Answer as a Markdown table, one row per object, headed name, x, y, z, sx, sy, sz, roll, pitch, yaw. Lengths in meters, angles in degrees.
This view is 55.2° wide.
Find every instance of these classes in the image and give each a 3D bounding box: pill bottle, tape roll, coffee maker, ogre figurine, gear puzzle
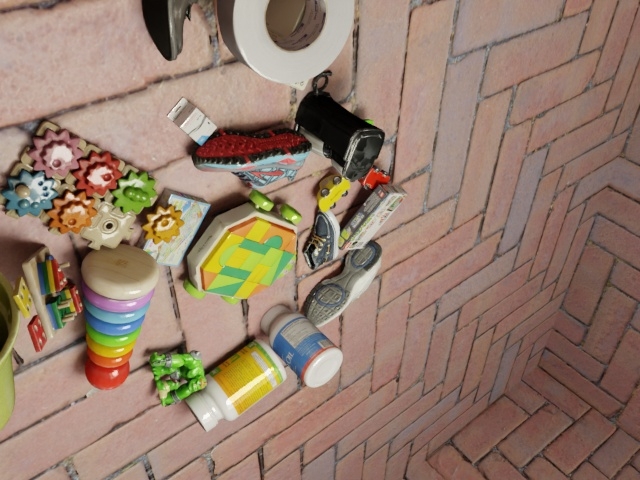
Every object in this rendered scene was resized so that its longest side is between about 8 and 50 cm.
| name | x | y | z | sx | sy | sz | roll | pitch | yaw |
| --- | --- | --- | --- | --- | --- | --- | --- | --- | --- |
| pill bottle | -0.221 | 0.376 | 1.581 | 0.245 | 0.136 | 0.136 | -34 | 141 | -22 |
| pill bottle | -0.056 | 0.267 | 1.591 | 0.124 | 0.221 | 0.124 | -28 | 138 | -29 |
| tape roll | -0.055 | -0.371 | 0.991 | 0.219 | 0.072 | 0.219 | -18 | 127 | -25 |
| coffee maker | 0.037 | -0.236 | 1.288 | 0.120 | 0.178 | 0.171 | -30 | 140 | -27 |
| ogre figurine | -0.334 | 0.319 | 1.454 | 0.118 | 0.097 | 0.197 | -15 | 118 | -16 |
| gear puzzle | -0.377 | -0.060 | 1.082 | 0.175 | 0.044 | 0.339 | -54 | 139 | 5 |

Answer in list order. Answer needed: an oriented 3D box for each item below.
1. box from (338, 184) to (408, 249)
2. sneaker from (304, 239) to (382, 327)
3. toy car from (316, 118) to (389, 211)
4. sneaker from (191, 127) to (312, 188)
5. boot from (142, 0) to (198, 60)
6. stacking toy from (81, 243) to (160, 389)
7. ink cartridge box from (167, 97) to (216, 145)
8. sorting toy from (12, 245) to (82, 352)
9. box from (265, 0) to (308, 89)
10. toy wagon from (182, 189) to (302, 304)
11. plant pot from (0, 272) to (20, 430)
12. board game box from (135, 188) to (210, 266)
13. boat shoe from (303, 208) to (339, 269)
| name | x | y | z | sx | sy | sz | roll | pitch | yaw |
| --- | --- | --- | --- | --- | --- | --- | --- | --- | --- |
| box | 0.132 | -0.059 | 1.614 | 0.114 | 0.036 | 0.207 | -3 | 138 | -54 |
| sneaker | 0.078 | 0.137 | 1.728 | 0.297 | 0.111 | 0.129 | -45 | 150 | -7 |
| toy car | 0.083 | -0.196 | 1.482 | 0.239 | 0.053 | 0.225 | -22 | 135 | -35 |
| sneaker | -0.138 | -0.148 | 1.240 | 0.261 | 0.104 | 0.125 | -8 | 138 | -33 |
| boot | -0.162 | -0.425 | 0.982 | 0.229 | 0.091 | 0.263 | -18 | 131 | -36 |
| stacking toy | -0.416 | 0.171 | 1.215 | 0.141 | 0.141 | 0.330 | -12 | 136 | -41 |
| ink cartridge box | -0.237 | -0.220 | 1.133 | 0.048 | 0.028 | 0.083 | -50 | 144 | -1 |
| sorting toy | -0.446 | 0.083 | 1.029 | 0.046 | 0.274 | 0.132 | -14 | 103 | -8 |
| box | -0.033 | -0.425 | 1.106 | 0.094 | 0.113 | 0.275 | 8 | 116 | -49 |
| toy wagon | -0.147 | 0.032 | 1.397 | 0.267 | 0.068 | 0.344 | -52 | 148 | 11 |
| plant pot | -0.594 | 0.204 | 0.952 | 0.276 | 0.276 | 0.254 | -26 | 148 | -31 |
| board game box | -0.301 | -0.023 | 1.239 | 0.103 | 0.026 | 0.154 | 15 | 110 | -52 |
| boat shoe | 0.000 | 0.000 | 1.551 | 0.083 | 0.065 | 0.183 | -35 | 143 | -24 |
